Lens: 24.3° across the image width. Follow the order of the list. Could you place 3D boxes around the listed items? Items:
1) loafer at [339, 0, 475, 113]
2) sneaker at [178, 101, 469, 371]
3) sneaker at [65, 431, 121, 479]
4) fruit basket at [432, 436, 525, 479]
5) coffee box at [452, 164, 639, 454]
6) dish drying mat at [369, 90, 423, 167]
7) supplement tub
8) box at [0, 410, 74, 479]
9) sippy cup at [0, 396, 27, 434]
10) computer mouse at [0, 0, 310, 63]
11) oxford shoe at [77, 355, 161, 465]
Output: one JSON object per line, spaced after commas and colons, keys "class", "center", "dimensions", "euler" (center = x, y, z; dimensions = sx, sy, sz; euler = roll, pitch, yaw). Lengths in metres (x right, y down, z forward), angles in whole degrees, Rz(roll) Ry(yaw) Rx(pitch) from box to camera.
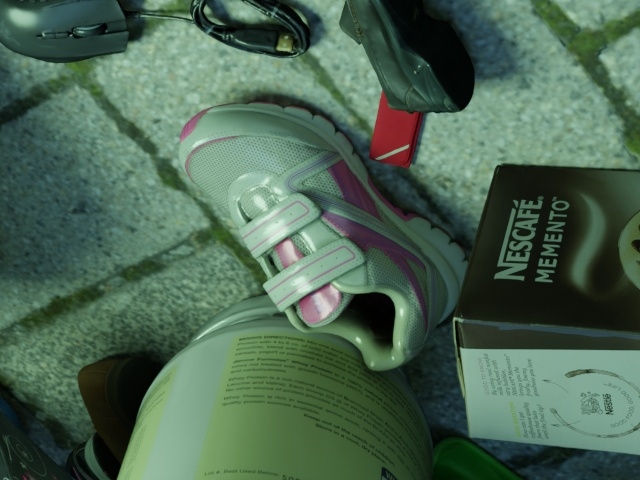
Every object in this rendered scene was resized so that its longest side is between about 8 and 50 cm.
{"class": "loafer", "center": [0.036, -0.148, 0.963], "dimensions": [0.061, 0.062, 0.170], "euler": [-11, 122, 36]}
{"class": "sneaker", "center": [0.000, 0.000, 1.073], "dimensions": [0.252, 0.111, 0.103], "euler": [36, 132, -14]}
{"class": "sneaker", "center": [-0.167, 0.246, 1.398], "dimensions": [0.077, 0.072, 0.178], "euler": [-24, 109, 42]}
{"class": "fruit basket", "center": [0.202, 0.356, 1.205], "dimensions": [0.392, 0.283, 0.392], "euler": [19, 148, 13]}
{"class": "coffee box", "center": [0.251, 0.049, 0.990], "dimensions": [0.297, 0.168, 0.119], "euler": [3, 132, 16]}
{"class": "dish drying mat", "center": [0.055, -0.086, 1.047], "dimensions": [0.032, 0.008, 0.083], "euler": [16, 134, 6]}
{"class": "supplement tub", "center": [-0.036, 0.203, 1.093], "dimensions": [0.235, 0.325, 0.235], "euler": [2, 118, 4]}
{"class": "box", "center": [-0.221, 0.273, 1.158], "dimensions": [0.142, 0.163, 0.247], "euler": [-41, 121, -2]}
{"class": "sippy cup", "center": [-0.383, 0.233, 1.343], "dimensions": [0.240, 0.224, 0.305], "euler": [20, 135, 3]}
{"class": "computer mouse", "center": [-0.126, -0.147, 1.034], "dimensions": [0.242, 0.041, 0.071], "euler": [5, 131, 15]}
{"class": "oxford shoe", "center": [-0.150, 0.188, 1.336], "dimensions": [0.076, 0.076, 0.212], "euler": [-2, 123, 39]}
